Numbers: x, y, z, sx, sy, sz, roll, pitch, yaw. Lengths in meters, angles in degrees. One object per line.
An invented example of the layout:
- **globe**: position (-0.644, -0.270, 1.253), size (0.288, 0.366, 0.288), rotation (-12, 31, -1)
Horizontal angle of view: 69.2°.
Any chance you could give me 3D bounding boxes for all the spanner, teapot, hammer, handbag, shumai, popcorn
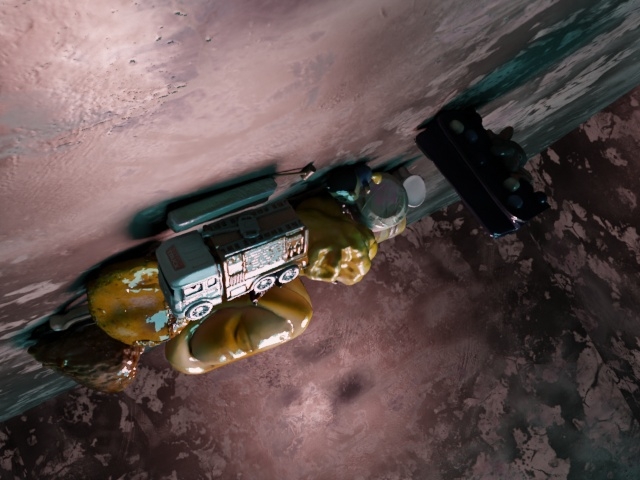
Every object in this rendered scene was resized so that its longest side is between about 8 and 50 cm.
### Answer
- **spanner**: position (-0.617, 0.202, 1.171), size (0.325, 0.040, 0.096), rotation (-21, 158, 21)
- **teapot**: position (0.130, -0.091, 1.369), size (0.222, 0.163, 0.178), rotation (-23, 176, -19)
- **hammer**: position (-0.059, -0.140, 0.968), size (0.110, 0.019, 0.036), rotation (-12, 164, -43)
- **handbag**: position (0.414, -0.181, 1.132), size (0.269, 0.325, 0.118), rotation (-23, 165, -44)
- **shumai**: position (-0.620, 0.267, 1.324), size (0.346, 0.217, 0.283), rotation (2, -127, 35)
- **popcorn**: position (0.000, 0.000, 1.241), size (0.298, 0.280, 0.316), rotation (15, -168, 11)

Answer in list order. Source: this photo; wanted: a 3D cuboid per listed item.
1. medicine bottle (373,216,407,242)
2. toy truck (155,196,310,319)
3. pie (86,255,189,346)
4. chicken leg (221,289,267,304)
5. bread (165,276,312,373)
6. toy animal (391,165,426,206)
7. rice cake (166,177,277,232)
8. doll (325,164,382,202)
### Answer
- **medicine bottle**: position (0.182, -0.053, 1.816), size (0.323, 0.151, 0.151), rotation (-20, 170, -42)
- **toy truck**: position (-0.176, 0.030, 0.948), size (0.306, 0.136, 0.162), rotation (-22, 148, -23)
- **pie**: position (-0.397, 0.137, 1.052), size (0.274, 0.069, 0.273), rotation (-7, 130, -8)
- **chicken leg**: position (-0.311, 0.078, 1.129), size (0.408, 0.157, 0.095), rotation (-4, -153, -1)
- **bread**: position (-0.228, 0.245, 1.328), size (0.425, 0.328, 0.245), rotation (-19, -148, -2)
- **toy animal**: position (0.230, -0.174, 1.495), size (0.103, 0.131, 0.221), rotation (-57, -155, -8)
- **rice cake**: position (-0.191, -0.068, 0.899), size (0.222, 0.042, 0.080), rotation (-25, 178, -32)
- **doll**: position (0.080, -0.143, 1.167), size (0.179, 0.102, 0.088), rotation (-14, 123, -42)
